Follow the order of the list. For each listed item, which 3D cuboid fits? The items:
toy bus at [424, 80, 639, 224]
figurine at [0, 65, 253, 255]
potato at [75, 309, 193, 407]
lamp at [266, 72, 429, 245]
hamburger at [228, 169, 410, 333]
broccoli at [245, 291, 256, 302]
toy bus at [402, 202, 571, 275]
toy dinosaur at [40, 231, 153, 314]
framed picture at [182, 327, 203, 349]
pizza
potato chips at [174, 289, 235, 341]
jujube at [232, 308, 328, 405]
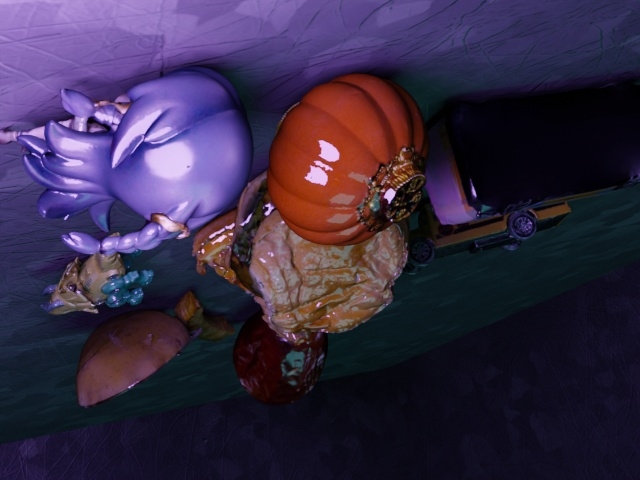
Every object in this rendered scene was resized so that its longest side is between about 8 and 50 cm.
[{"bbox_3d":[0.336,-0.134,1.781,0.386,0.171,0.162,-11,176,-25],"label":"toy bus"},{"bbox_3d":[-0.203,-0.088,1.285,0.265,0.197,0.175,-26,-171,20],"label":"figurine"},{"bbox_3d":[-0.379,0.210,2.324,0.239,0.116,0.299,-19,-166,21],"label":"potato"},{"bbox_3d":[0.036,-0.097,1.454,0.223,0.196,0.223,-36,145,-30],"label":"lamp"},{"bbox_3d":[-0.002,0.001,1.758,0.265,0.134,0.285,-1,131,-23],"label":"hamburger"},{"bbox_3d":[-0.049,0.040,2.035,0.219,0.194,0.194,17,159,-10],"label":"broccoli"},{"bbox_3d":[0.291,-0.031,2.215,0.335,0.123,0.121,-14,168,-8],"label":"toy bus"},{"bbox_3d":[-0.334,0.046,1.858,0.153,0.094,0.259,-11,158,-39],"label":"toy dinosaur"},{"bbox_3d":[-0.321,0.226,2.416,0.149,0.011,0.109,-22,-168,30],"label":"framed picture"},{"bbox_3d":[-0.085,0.045,1.883,0.251,0.288,0.074,5,-156,-13],"label":"pizza"},{"bbox_3d":[-0.257,0.167,2.507,0.080,0.057,0.407,-30,167,-2],"label":"potato chips"},{"bbox_3d":[-0.088,0.247,2.711,0.223,0.223,0.318,-12,156,-21],"label":"jujube"}]
